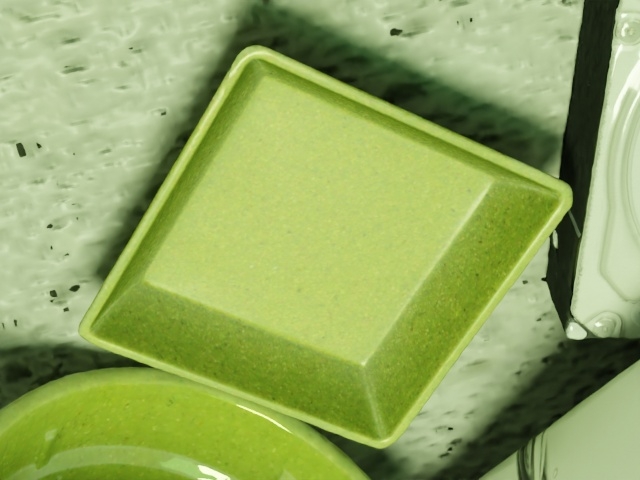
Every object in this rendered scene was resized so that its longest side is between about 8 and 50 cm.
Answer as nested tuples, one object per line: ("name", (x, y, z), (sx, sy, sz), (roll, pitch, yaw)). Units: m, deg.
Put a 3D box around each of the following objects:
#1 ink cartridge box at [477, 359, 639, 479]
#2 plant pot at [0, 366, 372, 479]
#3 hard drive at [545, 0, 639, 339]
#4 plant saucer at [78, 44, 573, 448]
("ink cartridge box", (0.247, 0.184, 0.887), (0.285, 0.166, 0.395), (18, 141, -23))
("plant pot", (-0.111, 0.253, 0.934), (0.276, 0.276, 0.254), (19, 130, -19))
("hard drive", (0.245, -0.102, 0.838), (0.237, 0.064, 0.339), (-1, 123, -7))
("plant saucer", (0.000, 0.000, 0.886), (0.188, 0.045, 0.188), (22, 119, -21))
